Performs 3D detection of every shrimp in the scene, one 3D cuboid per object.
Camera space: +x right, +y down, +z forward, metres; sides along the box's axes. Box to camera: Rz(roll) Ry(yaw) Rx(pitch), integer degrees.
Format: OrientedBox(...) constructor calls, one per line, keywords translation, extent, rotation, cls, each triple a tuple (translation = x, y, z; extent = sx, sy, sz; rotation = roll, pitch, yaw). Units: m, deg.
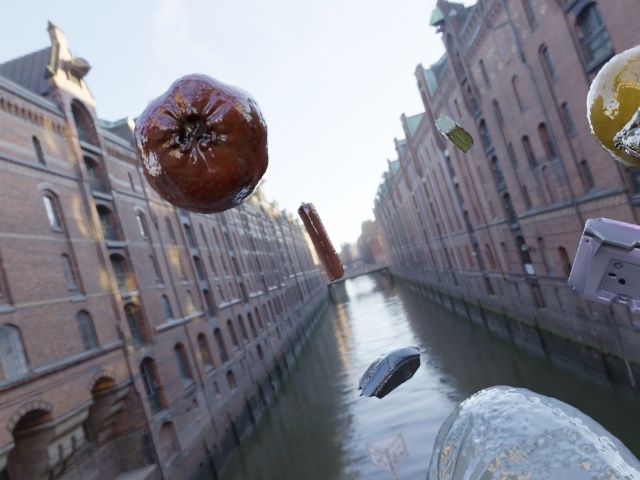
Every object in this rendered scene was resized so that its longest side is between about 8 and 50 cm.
OrientedBox(translation=(0.481, -0.161, 0.721), extent=(0.043, 0.091, 0.184), rotation=(-5, 1, 14), cls="shrimp")

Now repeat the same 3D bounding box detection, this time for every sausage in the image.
OrientedBox(translation=(0.000, 0.000, 0.822), extent=(0.030, 0.146, 0.035), rotation=(-25, 0, -13), cls="sausage")

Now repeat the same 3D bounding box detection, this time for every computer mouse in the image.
OrientedBox(translation=(0.201, 0.388, 1.467), extent=(0.231, 0.071, 0.126), rotation=(-34, 17, -5), cls="computer mouse")

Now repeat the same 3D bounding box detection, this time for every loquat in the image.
OrientedBox(translation=(0.718, -0.300, 1.046), extent=(0.275, 0.274, 0.275), rotation=(-17, -3, -1), cls="loquat")

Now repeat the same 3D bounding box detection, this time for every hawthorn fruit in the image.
OrientedBox(translation=(-0.175, -0.139, 0.758), extent=(0.205, 0.204, 0.253), rotation=(-17, 1, -5), cls="hawthorn fruit")

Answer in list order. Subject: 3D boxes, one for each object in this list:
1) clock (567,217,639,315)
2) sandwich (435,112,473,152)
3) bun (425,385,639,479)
OrientedBox(translation=(0.697, 0.066, 1.071), extent=(0.254, 0.186, 0.083), rotation=(17, 42, 28), cls="clock")
OrientedBox(translation=(0.234, -0.192, 0.852), extent=(0.031, 0.083, 0.044), rotation=(-49, -11, 18), cls="sandwich")
OrientedBox(translation=(0.255, 0.361, 0.577), extent=(0.212, 0.361, 0.362), rotation=(-14, -4, -17), cls="bun")
